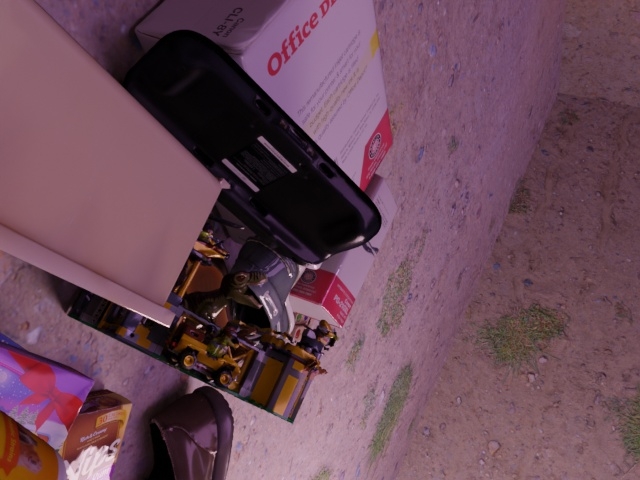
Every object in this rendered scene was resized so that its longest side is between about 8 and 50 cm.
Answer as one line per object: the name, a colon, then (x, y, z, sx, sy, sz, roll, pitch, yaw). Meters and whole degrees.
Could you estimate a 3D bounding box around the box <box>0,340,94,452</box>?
box: (-0.348, 0.152, 0.489, 0.293, 0.057, 0.201, 39, 69, -44)

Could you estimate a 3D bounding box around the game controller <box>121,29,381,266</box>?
game controller: (-0.075, -0.088, 0.716, 0.319, 0.166, 0.067, 42, 43, -24)

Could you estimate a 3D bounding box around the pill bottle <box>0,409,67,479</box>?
pill bottle: (-0.266, 0.170, 0.449, 0.117, 0.117, 0.215, -57, 133, -29)

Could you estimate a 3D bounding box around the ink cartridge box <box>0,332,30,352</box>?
ink cartridge box: (-0.373, 0.237, 0.595, 0.311, 0.065, 0.186, -58, 149, -22)

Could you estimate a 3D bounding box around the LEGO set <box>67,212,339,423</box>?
LEGO set: (-0.120, 0.047, 0.695, 0.192, 0.254, 0.331, -64, -164, -16)

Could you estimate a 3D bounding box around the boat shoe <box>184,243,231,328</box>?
boat shoe: (-0.163, 0.097, 0.921, 0.073, 0.073, 0.207, -107, -157, -57)

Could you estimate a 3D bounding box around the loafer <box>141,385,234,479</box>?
loafer: (-0.225, 0.402, 0.965, 0.130, 0.133, 0.366, 0, 98, -40)

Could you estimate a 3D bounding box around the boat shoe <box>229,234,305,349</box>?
boat shoe: (-0.101, 0.099, 0.947, 0.099, 0.116, 0.320, -47, 167, -34)

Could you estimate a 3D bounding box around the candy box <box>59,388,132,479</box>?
candy box: (-0.306, 0.282, 0.775, 0.109, 0.053, 0.187, 9, 97, -64)

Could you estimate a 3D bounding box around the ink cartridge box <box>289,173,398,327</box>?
ink cartridge box: (0.000, 0.000, 1.055, 0.237, 0.171, 0.100, -63, 146, -19)

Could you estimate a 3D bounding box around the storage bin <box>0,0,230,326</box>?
storage bin: (-0.238, -0.074, 0.428, 0.123, 0.260, 0.262, -65, 154, -12)

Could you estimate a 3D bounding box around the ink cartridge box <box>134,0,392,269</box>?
ink cartridge box: (-0.042, -0.193, 0.863, 0.279, 0.160, 0.385, -57, 152, -28)

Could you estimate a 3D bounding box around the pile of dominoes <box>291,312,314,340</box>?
pile of dominoes: (-0.015, 0.067, 1.235, 0.196, 0.040, 0.251, 11, 97, -65)
